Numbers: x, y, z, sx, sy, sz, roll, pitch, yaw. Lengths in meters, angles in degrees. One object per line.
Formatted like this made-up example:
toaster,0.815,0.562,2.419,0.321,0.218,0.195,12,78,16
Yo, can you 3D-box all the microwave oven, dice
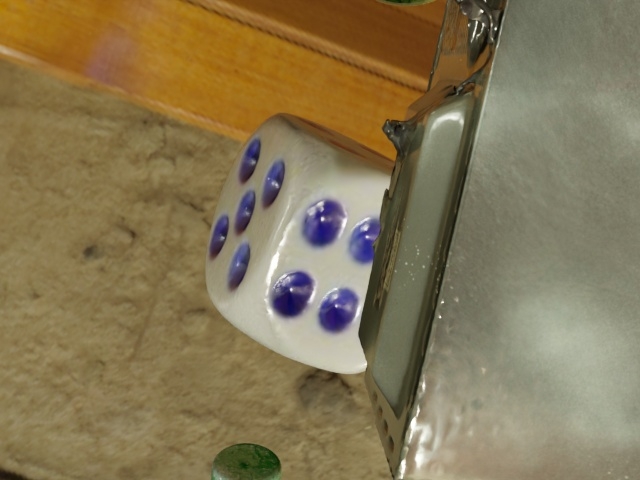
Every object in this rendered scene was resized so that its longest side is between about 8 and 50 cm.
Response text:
microwave oven,0.227,-0.021,0.775,0.375,0.236,0.432,11,99,-6
dice,0.000,0.000,1.431,0.277,0.304,0.304,22,101,-23

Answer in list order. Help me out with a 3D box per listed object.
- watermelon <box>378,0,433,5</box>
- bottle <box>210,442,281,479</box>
watermelon,0.101,-0.378,1.079,0.188,0.214,0.188,-2,33,1
bottle,-0.101,0.417,1.212,0.093,0.093,0.330,-11,120,-30
